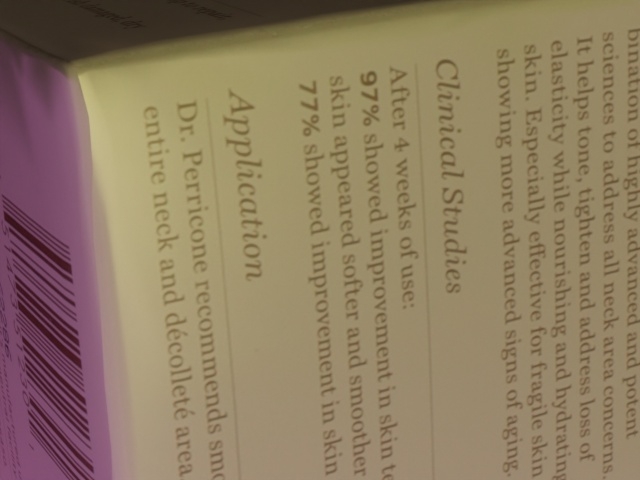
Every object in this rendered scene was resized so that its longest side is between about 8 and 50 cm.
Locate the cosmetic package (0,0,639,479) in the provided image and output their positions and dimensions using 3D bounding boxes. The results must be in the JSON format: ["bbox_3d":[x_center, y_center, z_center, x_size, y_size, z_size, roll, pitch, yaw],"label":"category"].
[{"bbox_3d":[0.000,0.000,0.894,0.394,0.327,0.329,-11,109,-25],"label":"cosmetic package"}]
